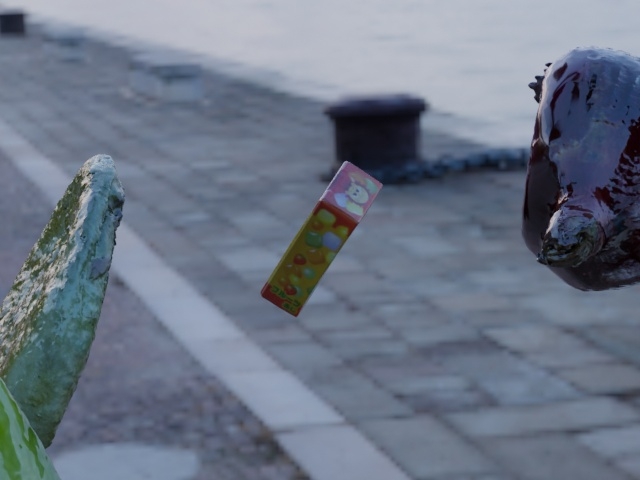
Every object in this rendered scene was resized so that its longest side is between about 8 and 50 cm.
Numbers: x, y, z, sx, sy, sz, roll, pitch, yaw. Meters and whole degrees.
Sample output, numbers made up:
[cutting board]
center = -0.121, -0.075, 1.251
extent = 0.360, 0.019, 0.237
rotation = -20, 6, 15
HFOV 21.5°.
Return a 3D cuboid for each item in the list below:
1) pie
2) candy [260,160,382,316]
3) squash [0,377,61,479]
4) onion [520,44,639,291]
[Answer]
[pie]
center = -0.253, 0.062, 1.594
extent = 0.070, 0.323, 0.323
rotation = 24, 3, -16
[candy]
center = 0.000, 0.000, 1.348
extent = 0.038, 0.122, 0.062
rotation = 33, 39, 0
[squash]
center = -0.242, 0.101, 0.871
extent = 0.236, 0.155, 0.204
rotation = -6, -30, 2
[onion]
center = 0.205, -0.034, 1.152
extent = 0.135, 0.173, 0.198
rotation = 2, 31, 9
